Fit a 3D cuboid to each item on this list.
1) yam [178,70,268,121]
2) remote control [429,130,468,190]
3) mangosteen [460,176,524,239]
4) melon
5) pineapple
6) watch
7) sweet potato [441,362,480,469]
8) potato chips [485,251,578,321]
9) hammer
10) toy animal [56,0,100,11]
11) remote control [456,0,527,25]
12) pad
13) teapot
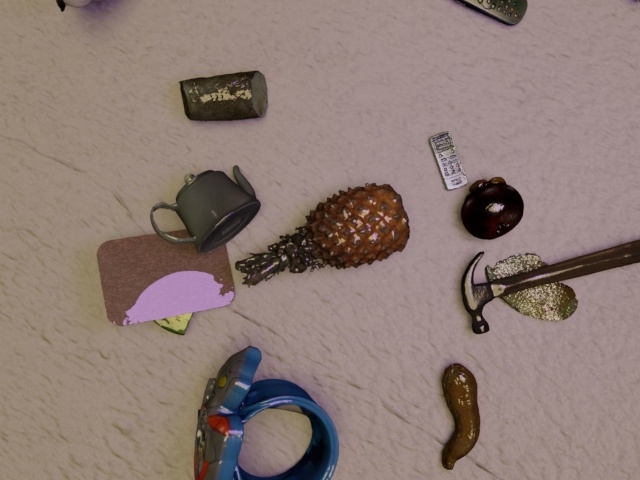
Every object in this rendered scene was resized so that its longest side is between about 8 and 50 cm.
[{"bbox_3d":[-0.203,-0.297,1.321,0.183,0.107,0.107,-5,91,1],"label":"yam"},{"bbox_3d":[0.275,-0.171,1.367,0.053,0.018,0.125,-19,91,-1],"label":"remote control"},{"bbox_3d":[0.353,-0.073,1.327,0.139,0.140,0.140,0,91,-1],"label":"mangosteen"},{"bbox_3d":[-0.334,0.106,1.343,0.118,0.064,0.210,-36,93,-6],"label":"melon"},{"bbox_3d":[0.000,0.000,1.294,0.360,0.175,0.175,-19,91,-1],"label":"pineapple"},{"bbox_3d":[-0.103,0.372,1.284,0.274,0.241,0.306,14,93,-18],"label":"watch"},{"bbox_3d":[0.299,0.374,1.354,0.081,0.062,0.233,1,94,15],"label":"sweet potato"},{"bbox_3d":[0.457,0.096,1.369,0.209,0.026,0.143,7,90,1],"label":"potato chips"},{"bbox_3d":[0.512,0.067,1.338,0.439,0.044,0.169,-14,89,0],"label":"hammer"},{"bbox_3d":[-0.387,-0.608,1.283,0.357,0.194,0.258,-21,81,-8],"label":"toy animal"},{"bbox_3d":[0.334,-0.528,1.353,0.221,0.042,0.072,24,90,-2],"label":"remote control"},{"bbox_3d":[-0.315,0.070,1.311,0.266,0.002,0.176,-9,83,-24],"label":"pad"},{"bbox_3d":[-0.235,-0.075,1.294,0.239,0.162,0.149,-35,81,-31],"label":"teapot"}]
